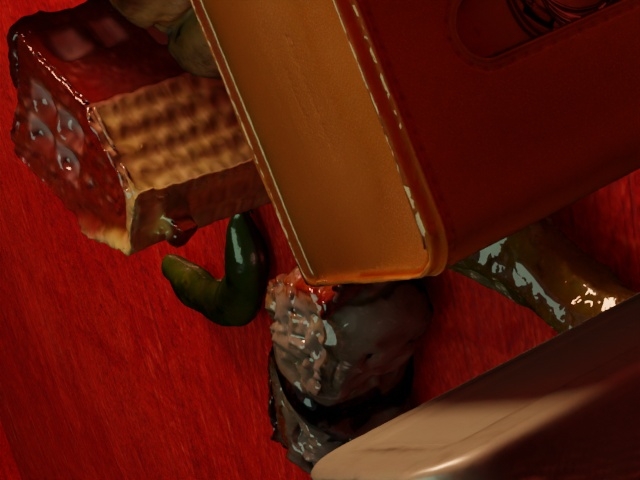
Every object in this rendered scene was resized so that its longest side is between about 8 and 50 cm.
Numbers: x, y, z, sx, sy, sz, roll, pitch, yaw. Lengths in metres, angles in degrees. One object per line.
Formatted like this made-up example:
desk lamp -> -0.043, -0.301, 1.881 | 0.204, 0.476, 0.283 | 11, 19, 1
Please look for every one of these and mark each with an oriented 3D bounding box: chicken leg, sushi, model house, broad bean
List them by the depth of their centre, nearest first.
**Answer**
chicken leg -> 0.097, -0.035, 0.952 | 0.361, 0.140, 0.211 | 30, 161, 37
sushi -> 0.023, 0.108, 1.240 | 0.130, 0.124, 0.332 | 43, 150, 32
model house -> -0.147, -0.096, 1.285 | 0.254, 0.196, 0.160 | 48, 141, 30
broad bean -> -0.111, 0.030, 1.535 | 0.144, 0.049, 0.292 | 66, 155, 13

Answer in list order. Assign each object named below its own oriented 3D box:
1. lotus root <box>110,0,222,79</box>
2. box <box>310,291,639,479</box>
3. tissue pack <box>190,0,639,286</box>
lotus root -> -0.048, -0.218, 0.981 | 0.193, 0.193, 0.291 | 61, 147, 7
box -> 0.214, 0.197, 0.665 | 0.344, 0.352, 0.177 | 67, 156, -1
tissue pack -> 0.098, -0.120, 0.682 | 0.145, 0.274, 0.194 | -9, 105, 64
